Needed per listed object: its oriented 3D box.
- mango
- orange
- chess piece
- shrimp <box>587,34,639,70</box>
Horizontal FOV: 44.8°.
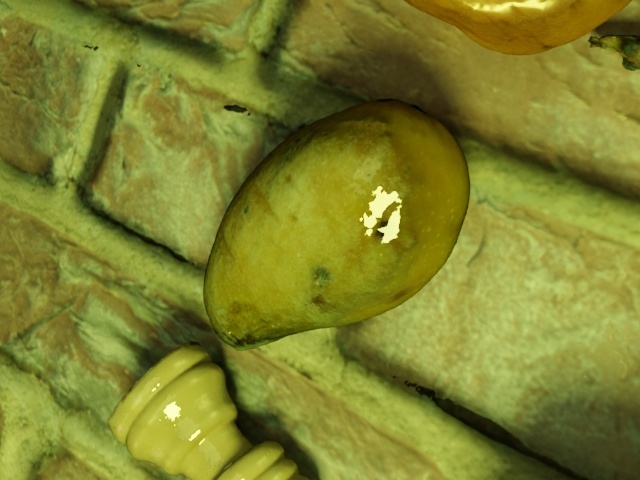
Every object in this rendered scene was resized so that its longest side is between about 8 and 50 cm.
[{"bbox_3d":[0.002,-0.007,0.761,0.330,0.176,0.176,-30,39,45],"label":"mango"},{"bbox_3d":[0.168,-0.284,0.665,0.249,0.183,0.248,2,97,14],"label":"orange"},{"bbox_3d":[-0.083,0.265,0.820,0.139,0.124,0.307,-42,69,-12],"label":"chess piece"},{"bbox_3d":[0.355,-0.176,0.619,0.254,0.059,0.145,26,97,28],"label":"shrimp"}]
